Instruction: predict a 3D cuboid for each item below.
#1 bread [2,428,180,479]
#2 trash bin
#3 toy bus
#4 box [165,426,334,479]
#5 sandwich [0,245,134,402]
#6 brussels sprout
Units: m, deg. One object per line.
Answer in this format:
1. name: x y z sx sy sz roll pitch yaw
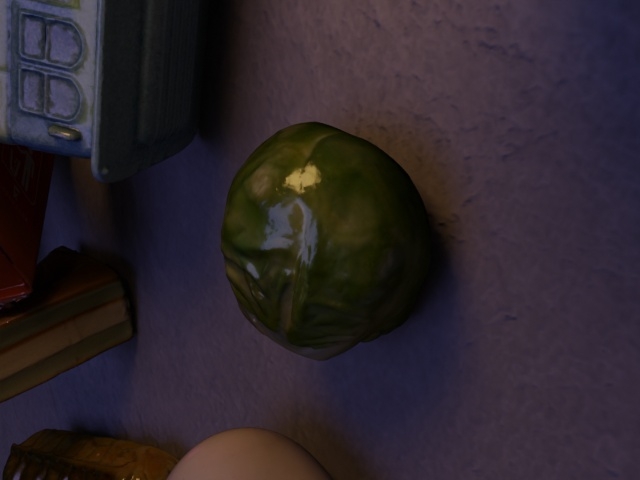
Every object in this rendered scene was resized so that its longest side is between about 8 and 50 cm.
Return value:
1. bread: -0.227 0.244 0.892 0.269 0.098 0.087 -6 107 47
2. trash bin: -0.335 -0.057 0.791 0.161 0.185 0.238 72 -174 -52
3. toy bus: -0.179 -0.217 0.638 0.190 0.152 0.312 15 114 15
4. box: -0.050 0.331 0.694 0.288 0.141 0.349 51 133 26
5. sandwich: -0.277 0.078 0.843 0.113 0.163 0.079 19 126 44
6. brussels sprout: -0.004 0.000 0.573 0.155 0.117 0.155 4 96 39
